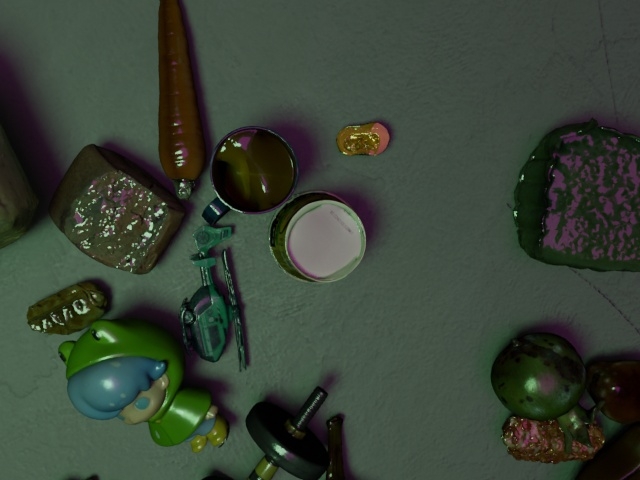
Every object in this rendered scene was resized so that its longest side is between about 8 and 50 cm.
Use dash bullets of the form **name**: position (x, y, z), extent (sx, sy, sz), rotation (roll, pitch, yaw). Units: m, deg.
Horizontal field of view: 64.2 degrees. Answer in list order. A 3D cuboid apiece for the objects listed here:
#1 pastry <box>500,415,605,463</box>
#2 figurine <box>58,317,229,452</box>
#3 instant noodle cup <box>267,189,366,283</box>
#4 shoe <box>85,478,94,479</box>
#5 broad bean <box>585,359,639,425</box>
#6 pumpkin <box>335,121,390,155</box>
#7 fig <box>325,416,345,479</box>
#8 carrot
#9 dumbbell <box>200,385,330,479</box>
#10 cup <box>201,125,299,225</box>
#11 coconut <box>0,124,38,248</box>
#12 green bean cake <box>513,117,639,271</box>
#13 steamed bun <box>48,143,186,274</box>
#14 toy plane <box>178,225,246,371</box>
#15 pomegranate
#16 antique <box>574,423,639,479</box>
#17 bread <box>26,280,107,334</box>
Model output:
- **pastry**: position (0.378, 0.326, 0.850), extent (0.169, 0.063, 0.087), rotation (4, 85, -1)
- **figurine**: position (-0.250, 0.217, 0.741), extent (0.162, 0.143, 0.263), rotation (-28, 118, 32)
- **instant noodle cup**: position (0.000, 0.000, 0.753), extent (0.151, 0.122, 0.152), rotation (-1, 96, -8)
- **shoe**: position (-0.365, 0.404, 0.778), extent (0.108, 0.072, 0.069), rotation (26, 130, -3)
- **broad bean**: position (0.517, 0.250, 0.842), extent (0.165, 0.084, 0.114), rotation (9, 120, -10)
- **pumpkin**: position (0.065, -0.157, 0.794), extent (0.083, 0.028, 0.050), rotation (-1, 96, 3)
- **fig**: position (0.034, 0.451, 0.804), extent (0.190, 0.191, 0.290), rotation (-18, 56, -4)
- **carrot**: position (-0.208, -0.225, 0.748), extent (0.069, 0.069, 0.337), rotation (-3, 90, -5)
- **dumbbell**: position (-0.091, 0.355, 0.761), extent (0.143, 0.143, 0.326), rotation (36, 90, -7)
- **cup**: position (-0.109, -0.091, 0.727), extent (0.149, 0.138, 0.114), rotation (-15, 95, -4)
- **coconut**: position (-0.536, -0.102, 0.607), extent (0.297, 0.297, 0.310), rotation (-26, 97, -3)
- **green bean cake**: position (0.429, -0.064, 0.791), extent (0.226, 0.125, 0.223), rotation (9, 96, -4)
- **steamed bun**: position (-0.293, -0.039, 0.730), extent (0.175, 0.106, 0.145), rotation (35, 90, -9)
- **toy plane**: position (-0.168, 0.095, 0.777), extent (0.096, 0.060, 0.235), rotation (-9, 99, -13)
- **pomegranate**: position (0.354, 0.222, 0.788), extent (0.169, 0.148, 0.149), rotation (33, 91, 14)
- **antique**: position (0.515, 0.430, 0.823), extent (0.223, 0.129, 0.279), rotation (5, 103, -10)
- **bread**: position (-0.371, 0.104, 0.759), extent (0.110, 0.060, 0.066), rotation (-25, 67, -4)
